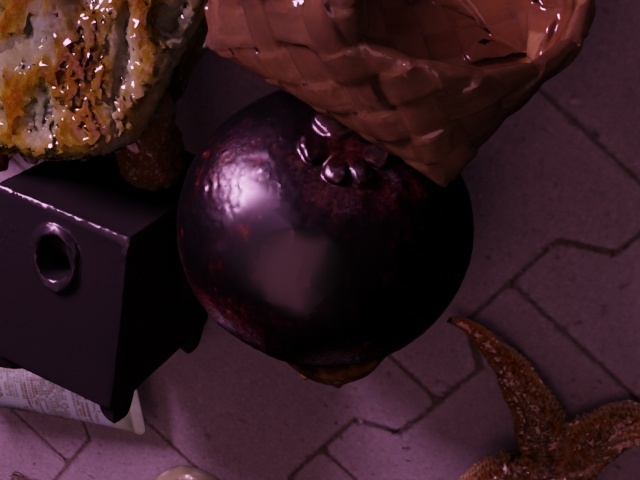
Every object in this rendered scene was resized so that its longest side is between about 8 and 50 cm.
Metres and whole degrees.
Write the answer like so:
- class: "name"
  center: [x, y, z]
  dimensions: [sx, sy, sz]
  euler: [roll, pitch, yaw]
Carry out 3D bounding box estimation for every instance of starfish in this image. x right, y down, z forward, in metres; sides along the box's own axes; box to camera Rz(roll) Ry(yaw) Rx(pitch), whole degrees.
- class: "starfish"
  center: [0.230, 0.270, 1.141]
  dimensions: [0.301, 0.084, 0.293]
  euler: [24, 120, 8]

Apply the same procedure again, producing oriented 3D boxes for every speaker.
- class: "speaker"
  center: [-0.240, 0.036, 1.158]
  dimensions: [0.184, 0.232, 0.254]
  euler: [22, 120, 16]

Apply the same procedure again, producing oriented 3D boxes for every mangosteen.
- class: "mangosteen"
  center: [0.009, -0.012, 1.011]
  dimensions: [0.297, 0.313, 0.297]
  euler: [-2, 79, 10]

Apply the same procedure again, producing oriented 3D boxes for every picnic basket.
- class: "picnic basket"
  center: [0.081, -0.265, 0.824]
  dimensions: [0.337, 0.293, 0.337]
  euler: [23, 143, 19]

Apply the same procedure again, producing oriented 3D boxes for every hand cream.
- class: "hand cream"
  center: [-0.386, 0.189, 1.380]
  dimensions: [0.305, 0.093, 0.147]
  euler: [5, 117, 20]

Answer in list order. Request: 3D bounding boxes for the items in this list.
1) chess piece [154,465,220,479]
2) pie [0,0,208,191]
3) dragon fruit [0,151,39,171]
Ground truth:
- class: "chess piece"
  center: [-0.222, 0.427, 1.318]
  dimensions: [0.144, 0.251, 0.144]
  euler: [10, 117, 20]
- class: "pie"
  center: [-0.309, -0.265, 1.018]
  dimensions: [0.418, 0.180, 0.395]
  euler: [16, 98, 4]
- class: "dragon fruit"
  center: [-0.403, -0.180, 1.189]
  dimensions: [0.262, 0.134, 0.211]
  euler: [-28, 100, 31]
